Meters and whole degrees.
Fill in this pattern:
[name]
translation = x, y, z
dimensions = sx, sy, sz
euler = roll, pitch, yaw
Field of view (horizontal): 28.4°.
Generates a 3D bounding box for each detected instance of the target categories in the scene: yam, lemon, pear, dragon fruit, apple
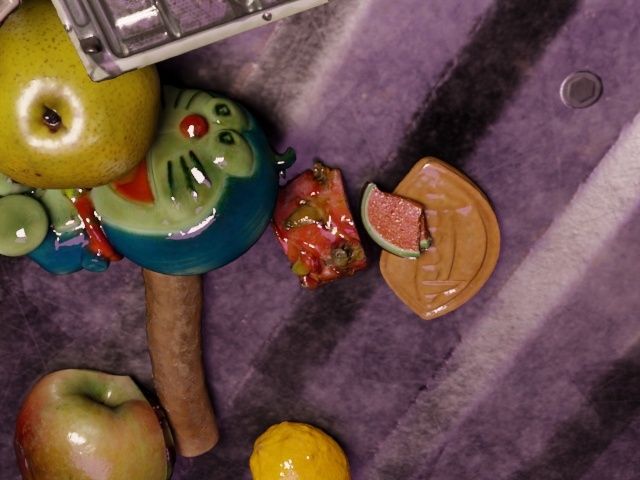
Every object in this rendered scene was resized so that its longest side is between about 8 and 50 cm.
[yam]
translation = -0.169, 0.123, 1.529
dimensions = 0.081, 0.081, 0.357
euler = -3, 125, 2
[lemon]
translation = -0.023, 0.294, 1.622
dimensions = 0.114, 0.114, 0.155
euler = -37, 128, 22
[pear]
translation = -0.242, -0.138, 1.181
dimensions = 0.198, 0.198, 0.198
euler = 0, 124, 0
[dragon fruit]
translation = 0.000, 0.000, 1.434
dimensions = 0.102, 0.096, 0.147
euler = -22, 119, 19
[apple]
translation = -0.285, 0.265, 1.575
dimensions = 0.207, 0.174, 0.188
euler = 24, 119, 3

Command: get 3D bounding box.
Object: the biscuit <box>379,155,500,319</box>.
[biscuit]
translation = 0.139, 0.002, 1.475
dimensions = 0.142, 0.029, 0.221
euler = 2, 124, -1

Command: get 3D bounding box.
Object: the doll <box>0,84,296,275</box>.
[doll]
translation = -0.182, -0.055, 1.336
dimensions = 0.322, 0.198, 0.186
euler = -9, 149, 10

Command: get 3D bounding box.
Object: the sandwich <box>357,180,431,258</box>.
[sandwich]
translation = 0.084, -0.022, 1.432
dimensions = 0.101, 0.026, 0.069
euler = 26, 117, -5

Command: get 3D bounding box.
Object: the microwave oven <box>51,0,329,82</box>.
[microwave oven]
translation = -0.146, -0.394, 1.035
dimensions = 0.247, 0.333, 0.394
euler = -19, 122, 7

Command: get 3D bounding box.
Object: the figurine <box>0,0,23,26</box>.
[figurine]
translation = -0.332, -0.214, 1.032
dimensions = 0.143, 0.308, 0.308
euler = 9, 124, -22
